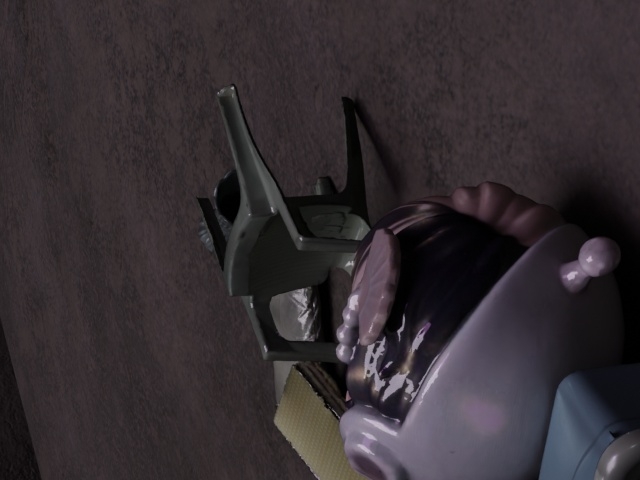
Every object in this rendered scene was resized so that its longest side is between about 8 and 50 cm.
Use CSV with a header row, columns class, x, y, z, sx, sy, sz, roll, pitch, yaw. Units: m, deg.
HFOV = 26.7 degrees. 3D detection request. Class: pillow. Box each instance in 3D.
class,x,y,z,sx,sy,sz,roll,pitch,yaw
pillow,-0.031,0.126,1.613,0.128,0.051,0.229,-150,52,-63

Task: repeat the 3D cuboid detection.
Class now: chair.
class,x,y,z,sx,sy,sz,roll,pitch,yaw
chair,0.000,0.000,1.367,0.203,0.190,0.275,110,150,-51

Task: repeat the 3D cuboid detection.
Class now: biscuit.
class,x,y,z,sx,sy,sz,roll,pitch,yaw
biscuit,0.024,0.236,1.508,0.199,0.040,0.121,49,140,28

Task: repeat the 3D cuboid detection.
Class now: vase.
class,x,y,z,sx,sy,sz,roll,pitch,yaw
vase,-0.111,-0.030,1.704,0.148,0.081,0.081,137,120,-66

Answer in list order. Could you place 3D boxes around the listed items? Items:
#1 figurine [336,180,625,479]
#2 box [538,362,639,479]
class,x,y,z,sx,sy,sz,roll,pitch,yaw
figurine,0.132,0.125,1.072,0.253,0.211,0.361,-57,-32,-55
box,0.234,0.192,0.928,0.130,0.162,0.227,-118,28,-55
